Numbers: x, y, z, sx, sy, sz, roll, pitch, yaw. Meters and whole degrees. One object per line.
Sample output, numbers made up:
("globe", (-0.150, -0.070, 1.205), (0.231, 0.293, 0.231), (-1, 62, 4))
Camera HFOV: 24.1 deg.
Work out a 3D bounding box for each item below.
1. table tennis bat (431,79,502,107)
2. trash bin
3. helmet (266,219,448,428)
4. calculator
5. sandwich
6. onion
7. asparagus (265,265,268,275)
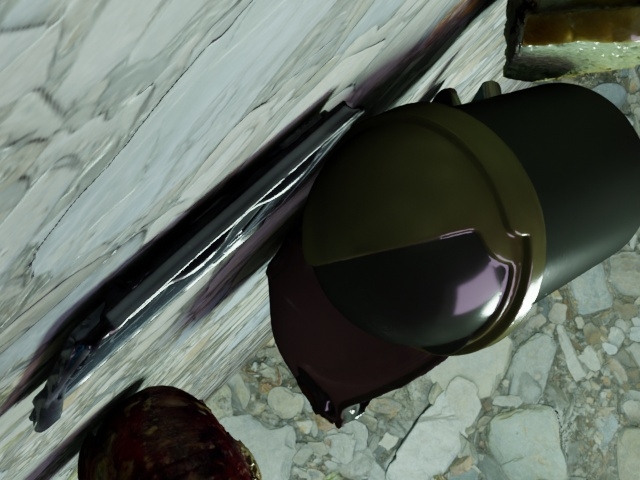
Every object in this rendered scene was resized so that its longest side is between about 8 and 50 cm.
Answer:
("table tennis bat", (0.146, -0.101, 1.612), (0.021, 0.154, 0.274), (-3, 162, -12))
("trash bin", (0.125, -0.020, 1.277), (0.334, 0.214, 0.214), (-20, 158, -49))
("helmet", (0.060, 0.038, 1.526), (0.271, 0.197, 0.338), (-37, 178, -4))
("calculator", (-0.083, 0.014, 0.986), (0.274, 0.028, 0.165), (-43, 176, -34))
("sandwich", (0.216, -0.193, 1.228), (0.254, 0.099, 0.288), (-2, -178, -43))
("onion", (-0.152, 0.272, 1.560), (0.190, 0.246, 0.246), (-34, 174, -13))
("asparagus", (0.000, 0.000, 1.726), (0.178, 0.045, 0.041), (-41, 142, -45))
